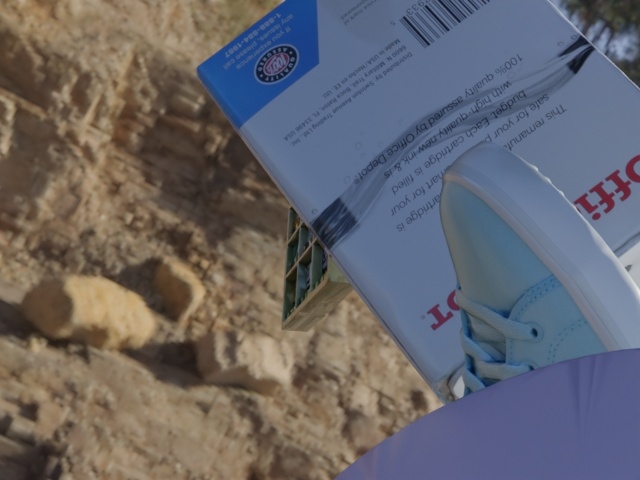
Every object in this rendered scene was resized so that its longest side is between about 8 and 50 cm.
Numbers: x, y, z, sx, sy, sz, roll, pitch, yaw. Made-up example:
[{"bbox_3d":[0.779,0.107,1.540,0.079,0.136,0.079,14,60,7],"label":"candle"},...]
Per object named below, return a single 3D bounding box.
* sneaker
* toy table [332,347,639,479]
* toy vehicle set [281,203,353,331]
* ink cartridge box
[{"bbox_3d":[0.133,0.124,0.679,0.366,0.150,0.135,64,-16,-16],"label":"sneaker"},{"bbox_3d":[0.113,0.160,0.453,0.161,0.252,0.274,51,-24,-9],"label":"toy table"},{"bbox_3d":[0.000,0.000,1.288,0.035,0.166,0.267,6,-17,-11],"label":"toy vehicle set"},{"bbox_3d":[0.118,-0.076,1.005,0.395,0.285,0.166,54,1,28],"label":"ink cartridge box"}]
